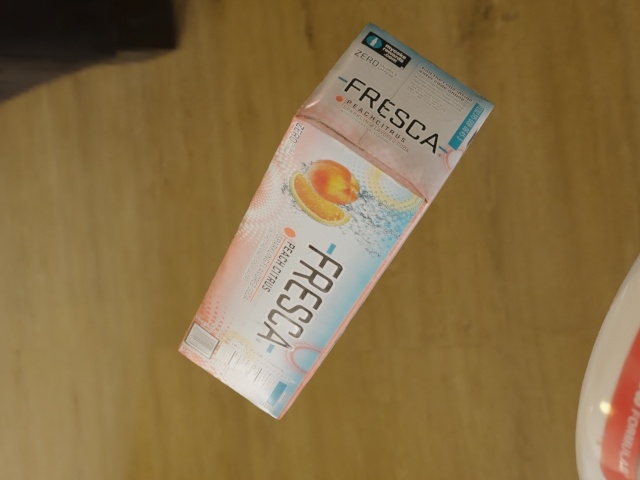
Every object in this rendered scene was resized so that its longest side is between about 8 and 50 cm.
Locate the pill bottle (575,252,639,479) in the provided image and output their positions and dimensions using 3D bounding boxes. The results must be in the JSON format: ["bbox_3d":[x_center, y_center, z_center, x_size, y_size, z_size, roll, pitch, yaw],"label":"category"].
[{"bbox_3d":[0.297,0.111,0.514,0.363,0.210,0.210,31,116,40],"label":"pill bottle"}]

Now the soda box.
[{"bbox_3d":[0.000,0.000,0.551,0.058,0.063,0.183,34,143,2],"label":"soda box"}]
